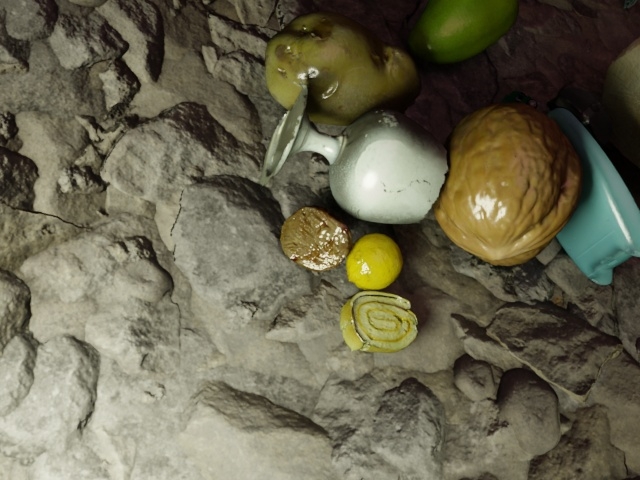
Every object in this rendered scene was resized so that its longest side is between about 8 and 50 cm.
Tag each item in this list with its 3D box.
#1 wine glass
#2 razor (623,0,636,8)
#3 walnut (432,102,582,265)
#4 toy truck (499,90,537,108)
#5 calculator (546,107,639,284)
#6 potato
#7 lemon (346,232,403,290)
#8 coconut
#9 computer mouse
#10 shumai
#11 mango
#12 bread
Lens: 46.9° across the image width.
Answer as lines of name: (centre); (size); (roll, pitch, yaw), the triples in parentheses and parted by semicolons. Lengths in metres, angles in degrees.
wine glass: (0.071, -0.157, 1.444); (0.322, 0.238, 0.238); (20, 60, -12)
razor: (0.803, -0.759, 2.109); (0.232, 0.068, 0.106); (25, 58, 0)
walnut: (0.371, -0.109, 1.490); (0.332, 0.333, 0.333); (8, 63, -16)
toy truck: (0.444, -0.291, 1.738); (0.079, 0.065, 0.147); (41, 60, 6)
calculator: (0.546, -0.100, 1.573); (0.054, 0.256, 0.386); (-18, 72, -16)
potato: (0.053, -0.348, 1.544); (0.350, 0.202, 0.218); (17, 72, -20)
lemon: (0.105, 0.040, 1.426); (0.133, 0.109, 0.109); (-37, 81, -30)
coconut: (0.845, -0.321, 1.704); (0.404, 0.404, 0.405); (8, 63, -16)
computer mouse: (0.600, -0.280, 1.662); (0.167, 0.090, 0.379); (48, 17, 3)
shumai: (0.004, 0.001, 1.425); (0.105, 0.139, 0.123); (21, 87, -44)
mango: (0.335, -0.531, 1.761); (0.343, 0.156, 0.192); (-38, 81, -29)
bread: (0.114, 0.157, 1.399); (0.156, 0.064, 0.118); (9, 67, -17)
